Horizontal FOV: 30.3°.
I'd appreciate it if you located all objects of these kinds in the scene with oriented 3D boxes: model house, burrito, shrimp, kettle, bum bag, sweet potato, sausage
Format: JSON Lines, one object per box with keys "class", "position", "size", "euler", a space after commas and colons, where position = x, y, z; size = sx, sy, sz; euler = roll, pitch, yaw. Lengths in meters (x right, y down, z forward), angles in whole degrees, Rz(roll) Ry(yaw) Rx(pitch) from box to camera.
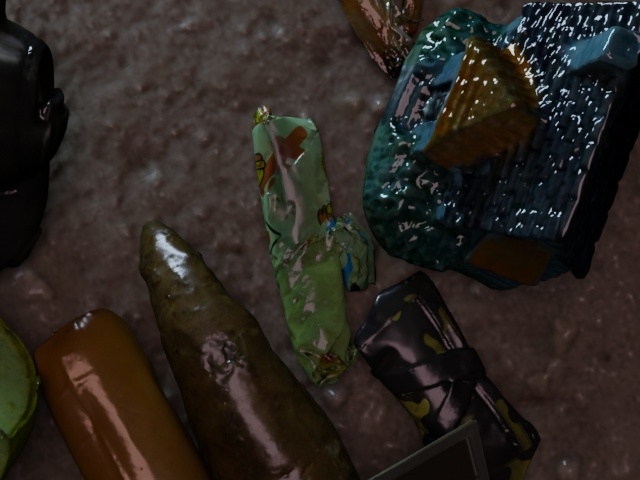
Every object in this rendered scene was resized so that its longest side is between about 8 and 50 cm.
{"class": "model house", "position": [0.186, -0.092, 1.087], "size": [0.225, 0.241, 0.261], "euler": [21, 83, -10]}
{"class": "burrito", "position": [0.000, 0.000, 1.181], "size": [0.104, 0.054, 0.288], "euler": [-10, 81, -3]}
{"class": "shrimp", "position": [0.069, -0.241, 1.223], "size": [0.099, 0.041, 0.180], "euler": [-18, 82, -18]}
{"class": "kettle", "position": [-0.405, -0.096, 1.129], "size": [0.324, 0.228, 0.321], "euler": [5, 109, -3]}
{"class": "bum bag", "position": [0.123, 0.147, 1.155], "size": [0.106, 0.060, 0.233], "euler": [-32, 84, -11]}
{"class": "sweet potato", "position": [-0.070, 0.158, 1.120], "size": [0.130, 0.130, 0.423], "euler": [-30, 83, -4]}
{"class": "sausage", "position": [-0.164, 0.221, 1.122], "size": [0.112, 0.112, 0.328], "euler": [-29, 83, -3]}

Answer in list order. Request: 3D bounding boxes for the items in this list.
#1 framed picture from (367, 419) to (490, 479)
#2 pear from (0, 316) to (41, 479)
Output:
{"class": "framed picture", "position": [0.062, 0.300, 1.080], "size": [0.252, 0.014, 0.197], "euler": [-25, 112, -24]}
{"class": "pear", "position": [-0.394, 0.164, 1.122], "size": [0.288, 0.139, 0.239], "euler": [38, 108, 14]}
